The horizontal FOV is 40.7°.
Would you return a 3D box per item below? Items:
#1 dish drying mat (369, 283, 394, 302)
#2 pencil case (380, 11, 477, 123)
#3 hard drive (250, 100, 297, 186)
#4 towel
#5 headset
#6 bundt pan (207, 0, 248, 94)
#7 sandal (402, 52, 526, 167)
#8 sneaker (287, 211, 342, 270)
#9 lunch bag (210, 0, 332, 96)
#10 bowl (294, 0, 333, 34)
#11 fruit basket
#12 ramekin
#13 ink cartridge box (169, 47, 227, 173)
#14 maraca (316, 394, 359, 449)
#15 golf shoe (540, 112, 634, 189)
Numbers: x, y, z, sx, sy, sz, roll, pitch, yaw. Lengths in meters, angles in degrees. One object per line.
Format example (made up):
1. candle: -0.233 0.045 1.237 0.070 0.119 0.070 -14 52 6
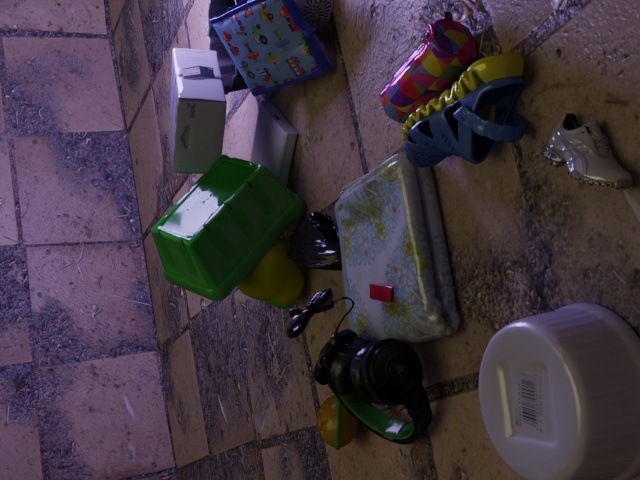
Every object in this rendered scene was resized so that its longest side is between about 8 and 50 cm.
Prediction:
1. dish drying mat: 0.122 0.105 1.726 0.083 0.008 0.032 5 97 63
2. pencil case: 0.194 -0.314 1.603 0.236 0.105 0.104 129 131 -56
3. hard drive: -0.142 -0.202 2.382 0.203 0.040 0.307 54 139 48
4. towel: 0.142 0.033 1.775 0.320 0.090 0.374 150 113 -63
5. headset: 0.069 0.268 1.725 0.243 0.185 0.394 6 129 48
6. bundt pan: -0.211 -0.566 2.354 0.331 0.124 0.330 175 90 -69
7. sandal: 0.247 -0.191 1.491 0.317 0.126 0.138 -41 61 61
8. sneaker: 0.000 0.000 2.053 0.286 0.109 0.130 17 103 61
9. lunch bag: -0.104 -0.483 2.071 0.293 0.138 0.220 8 132 59
10. bowl: -0.041 -0.582 2.068 0.170 0.080 0.170 14 105 63
11. fruit basket: -0.200 0.017 2.234 0.283 0.392 0.391 18 111 41
12. ramekin: 0.361 0.237 1.299 0.277 0.135 0.277 18 110 62
13. ink cartridge box: -0.334 -0.349 2.318 0.307 0.129 0.223 -106 22 -52
14. maraca: 0.040 0.419 2.043 0.185 0.099 0.127 -90 4 -78
15. golf shoe: 0.393 -0.131 1.260 0.176 0.069 0.086 45 127 52
